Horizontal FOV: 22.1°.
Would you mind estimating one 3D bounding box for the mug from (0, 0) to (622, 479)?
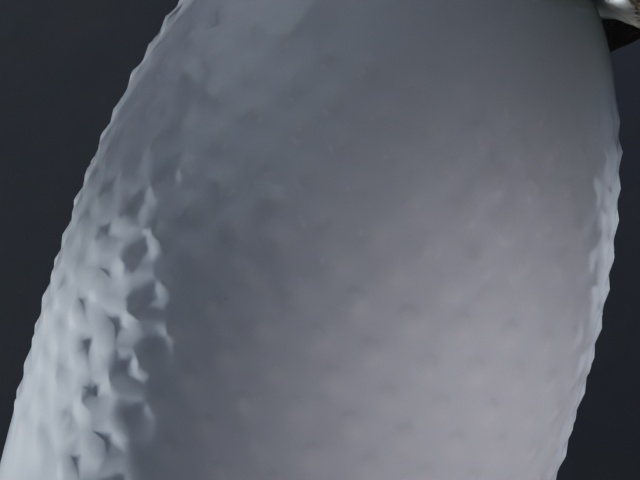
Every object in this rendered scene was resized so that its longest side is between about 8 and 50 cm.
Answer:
[{"bbox_3d":[0.000,0.000,0.871,0.374,0.276,0.328,-121,-134,-71],"label":"mug"}]

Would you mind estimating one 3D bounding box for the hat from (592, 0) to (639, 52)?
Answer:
[{"bbox_3d":[0.206,-0.190,0.946,0.331,0.134,0.331,-27,144,-22],"label":"hat"}]
